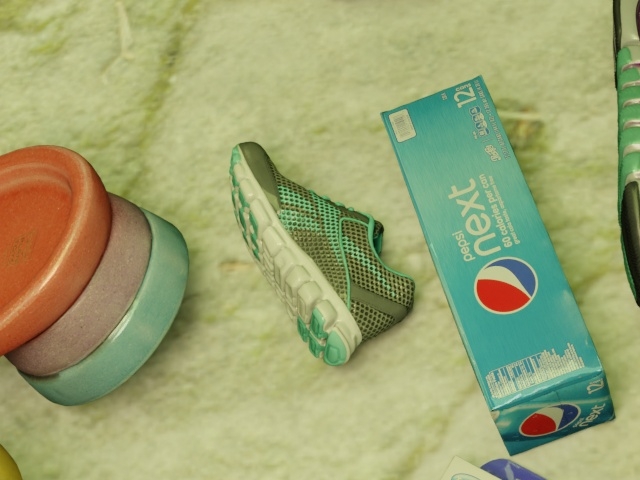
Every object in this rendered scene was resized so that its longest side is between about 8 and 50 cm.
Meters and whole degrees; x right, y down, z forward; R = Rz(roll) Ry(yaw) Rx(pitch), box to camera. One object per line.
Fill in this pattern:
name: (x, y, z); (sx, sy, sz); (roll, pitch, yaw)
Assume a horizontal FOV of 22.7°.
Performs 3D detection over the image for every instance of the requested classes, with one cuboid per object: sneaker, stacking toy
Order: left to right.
stacking toy: (-0.209, 0.111, 0.967); (0.279, 0.130, 0.309); (-11, 52, 41)
sneaker: (0.000, 0.000, 0.975); (0.076, 0.065, 0.166); (-22, 59, -17)
sneaker: (0.221, -0.063, 0.927); (0.098, 0.083, 0.224); (-1, 60, 10)

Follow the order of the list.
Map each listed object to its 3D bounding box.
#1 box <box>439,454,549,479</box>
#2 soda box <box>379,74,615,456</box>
box: (0.081, 0.180, 0.860); (0.081, 0.028, 0.136); (25, 73, 28)
soda box: (0.101, 0.012, 0.922); (0.067, 0.071, 0.210); (-20, 58, 5)
